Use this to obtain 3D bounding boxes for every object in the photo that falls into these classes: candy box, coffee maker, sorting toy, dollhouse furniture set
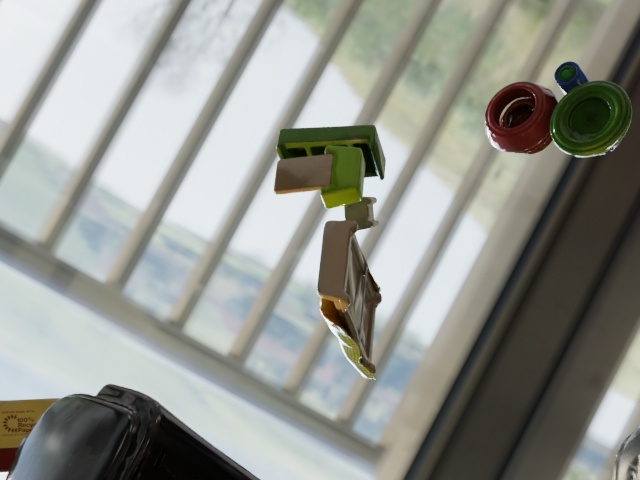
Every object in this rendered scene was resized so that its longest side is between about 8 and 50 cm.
[{"bbox_3d":[-0.261,0.136,1.222,0.109,0.053,0.187,1,175,-31],"label":"candy box"},{"bbox_3d":[-0.072,0.166,1.035,0.171,0.120,0.178,-18,136,37],"label":"coffee maker"},{"bbox_3d":[0.151,-0.072,1.080,0.102,0.061,0.042,11,159,38],"label":"sorting toy"},{"bbox_3d":[0.000,0.000,0.989,0.059,0.151,0.076,-5,141,14],"label":"dollhouse furniture set"}]

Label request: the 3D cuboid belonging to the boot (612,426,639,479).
[{"bbox_3d":[0.262,0.215,0.968,0.118,0.338,0.223,9,152,-27],"label":"boot"}]
